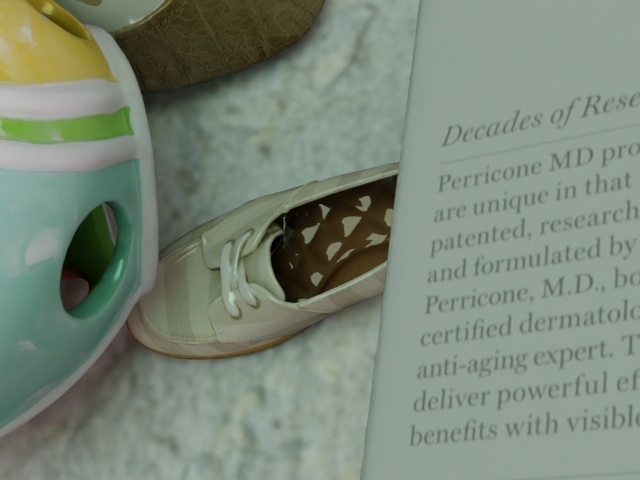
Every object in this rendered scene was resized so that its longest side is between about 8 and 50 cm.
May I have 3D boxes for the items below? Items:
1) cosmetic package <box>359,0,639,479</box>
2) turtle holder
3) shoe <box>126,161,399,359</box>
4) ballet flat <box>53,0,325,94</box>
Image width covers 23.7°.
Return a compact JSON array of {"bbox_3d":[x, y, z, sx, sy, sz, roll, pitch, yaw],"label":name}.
[{"bbox_3d":[0.152,-0.004,0.581,0.161,0.230,0.453,-9,59,34],"label":"cosmetic package"},{"bbox_3d":[-0.203,-0.050,0.695,0.227,0.243,0.320,-11,100,-20],"label":"turtle holder"},{"bbox_3d":[0.000,0.000,0.757,0.219,0.058,0.076,-19,70,6],"label":"shoe"},{"bbox_3d":[-0.173,-0.142,0.803,0.342,0.124,0.116,1,68,12],"label":"ballet flat"}]
